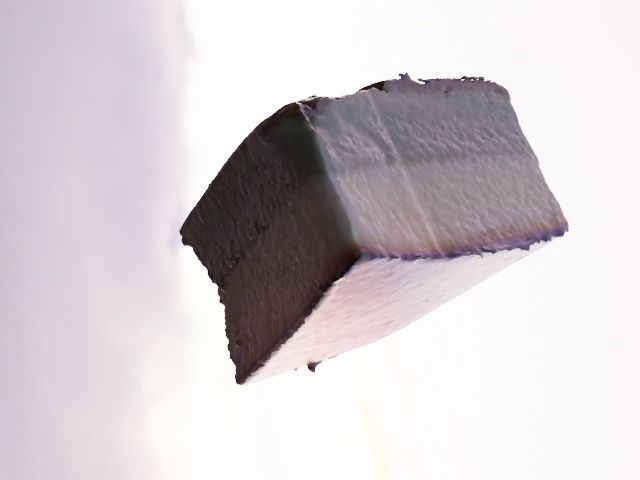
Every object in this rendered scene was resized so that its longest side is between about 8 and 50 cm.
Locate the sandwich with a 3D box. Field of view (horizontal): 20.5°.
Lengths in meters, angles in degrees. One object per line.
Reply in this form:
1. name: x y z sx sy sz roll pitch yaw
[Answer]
1. sandwich: 0.000 0.000 0.939 0.186 0.220 0.108 -31 -102 31
